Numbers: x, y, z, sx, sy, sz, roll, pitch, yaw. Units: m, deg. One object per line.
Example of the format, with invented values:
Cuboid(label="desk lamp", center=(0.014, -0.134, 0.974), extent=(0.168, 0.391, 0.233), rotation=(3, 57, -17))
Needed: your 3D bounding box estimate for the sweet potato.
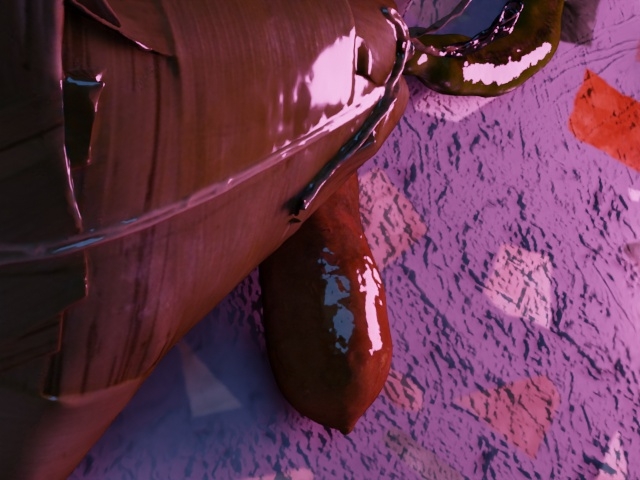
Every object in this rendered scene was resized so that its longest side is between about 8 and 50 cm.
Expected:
Cuboid(label="sweet potato", center=(-0.001, -0.001, 0.700), extent=(0.098, 0.097, 0.291), rotation=(6, 62, -16))

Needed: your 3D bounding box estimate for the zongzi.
Cuboid(label="zongzi", center=(-0.064, -0.015, 0.627), extent=(0.181, 0.417, 0.447), rotation=(21, 22, 41))

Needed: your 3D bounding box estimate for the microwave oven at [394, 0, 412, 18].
Cuboid(label="microwave oven", center=(-0.056, -0.371, 0.801), extent=(0.287, 0.218, 0.354), rotation=(-2, 64, -19))

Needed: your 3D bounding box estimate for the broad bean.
Cuboid(label="broad bean", center=(0.163, -0.212, 0.886), extent=(0.144, 0.049, 0.292), rotation=(38, 54, -9))
